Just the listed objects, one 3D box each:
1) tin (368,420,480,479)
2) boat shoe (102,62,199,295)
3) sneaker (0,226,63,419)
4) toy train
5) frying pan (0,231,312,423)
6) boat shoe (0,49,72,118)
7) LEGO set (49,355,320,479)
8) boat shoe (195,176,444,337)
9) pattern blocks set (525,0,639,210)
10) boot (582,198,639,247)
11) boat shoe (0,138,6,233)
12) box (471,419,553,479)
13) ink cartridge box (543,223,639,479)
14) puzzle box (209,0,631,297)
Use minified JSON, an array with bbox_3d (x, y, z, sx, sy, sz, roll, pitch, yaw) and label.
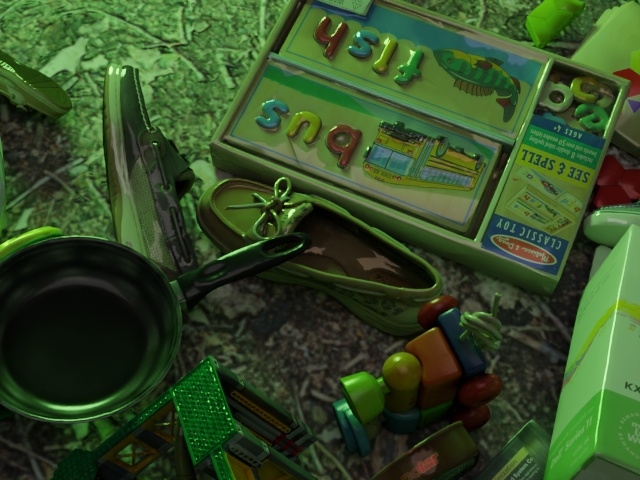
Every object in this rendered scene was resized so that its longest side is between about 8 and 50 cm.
[{"bbox_3d":[0.093,0.209,0.934,0.106,0.190,0.040,-38,72,-4],"label":"tin"},{"bbox_3d":[-0.180,-0.060,1.116,0.092,0.103,0.285,-7,66,-13],"label":"boat shoe"},{"bbox_3d":[-0.334,0.113,1.025,0.123,0.109,0.295,37,59,-13],"label":"sneaker"},{"bbox_3d":[0.081,0.119,0.951,0.143,0.248,0.105,-23,65,-10],"label":"toy train"},{"bbox_3d":[-0.186,0.047,1.003,0.197,0.053,0.326,38,58,16],"label":"frying pan"},{"bbox_3d":[-0.353,-0.176,1.198,0.153,0.048,0.056,31,19,8],"label":"boat shoe"},{"bbox_3d":[-0.079,0.278,0.896,0.255,0.192,0.331,-45,39,3],"label":"LEGO set"},{"bbox_3d":[0.000,0.000,1.095,0.285,0.089,0.105,24,64,10],"label":"boat shoe"},{"bbox_3d":[0.368,-0.193,1.250,0.325,0.026,0.285,-36,70,-16],"label":"pattern blocks set"},{"bbox_3d":[0.374,-0.037,1.145,0.190,0.069,0.086,6,69,-13],"label":"boot"},{"bbox_3d":[-0.379,-0.091,1.126,0.095,0.084,0.258,-7,75,-1],"label":"boat shoe"},{"bbox_3d":[0.166,0.400,0.889,0.318,0.097,0.395,42,67,16],"label":"box"},{"bbox_3d":[0.346,0.123,0.978,0.207,0.119,0.353,23,47,2],"label":"ink cartridge box"},{"bbox_3d":[0.113,-0.131,1.177,0.408,0.052,0.272,21,68,9],"label":"puzzle box"}]
